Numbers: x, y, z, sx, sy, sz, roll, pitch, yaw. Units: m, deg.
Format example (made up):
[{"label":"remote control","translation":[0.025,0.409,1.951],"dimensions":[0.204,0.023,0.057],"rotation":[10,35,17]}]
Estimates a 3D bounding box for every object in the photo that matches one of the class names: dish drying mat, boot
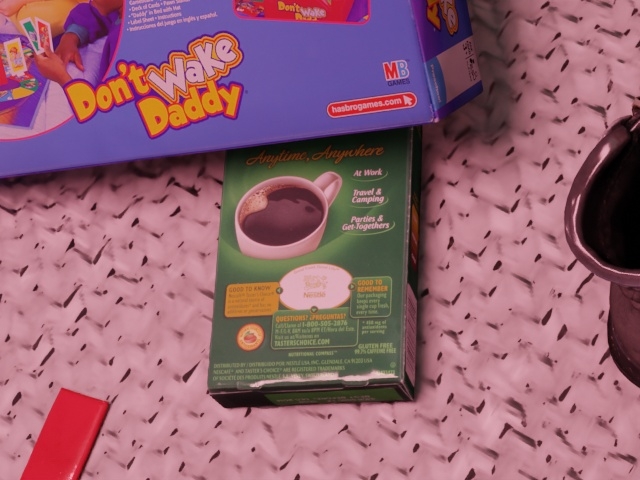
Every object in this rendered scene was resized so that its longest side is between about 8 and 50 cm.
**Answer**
[{"label":"dish drying mat","translation":[-0.148,0.125,0.885],"dimensions":[0.032,0.008,0.083],"rotation":[15,71,19]},{"label":"boot","translation":[0.231,-0.091,0.761],"dimensions":[0.118,0.223,0.338],"rotation":[19,73,22]}]

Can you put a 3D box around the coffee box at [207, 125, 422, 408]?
[{"label":"coffee box","translation":[0.000,0.000,0.883],"dimensions":[0.113,0.040,0.184],"rotation":[-4,66,14]}]

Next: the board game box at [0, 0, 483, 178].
[{"label":"board game box","translation":[-0.105,-0.163,0.851],"dimensions":[0.347,0.078,0.233],"rotation":[-5,105,26]}]
